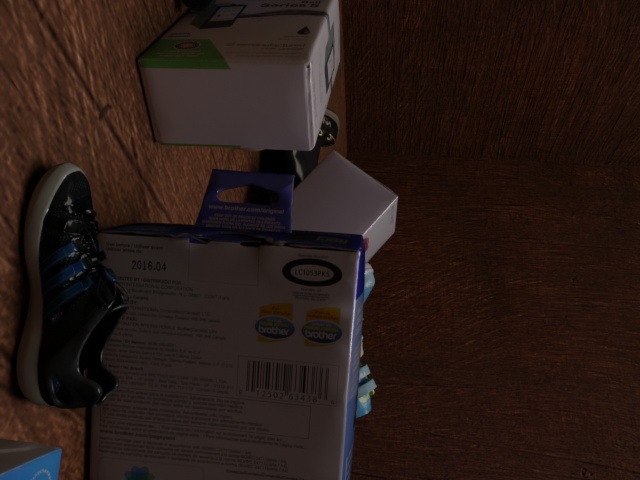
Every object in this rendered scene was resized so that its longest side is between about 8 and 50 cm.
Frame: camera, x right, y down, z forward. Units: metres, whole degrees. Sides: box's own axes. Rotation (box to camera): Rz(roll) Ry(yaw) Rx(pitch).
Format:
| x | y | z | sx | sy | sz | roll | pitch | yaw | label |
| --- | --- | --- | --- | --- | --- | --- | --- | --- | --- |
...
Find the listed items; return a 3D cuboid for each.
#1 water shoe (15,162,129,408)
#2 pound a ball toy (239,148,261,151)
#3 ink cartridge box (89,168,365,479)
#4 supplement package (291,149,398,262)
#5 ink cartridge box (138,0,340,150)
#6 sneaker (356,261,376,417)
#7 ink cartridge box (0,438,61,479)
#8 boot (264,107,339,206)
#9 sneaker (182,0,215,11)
| x | y | z | sx | sy | sz | roll | pitch | yaw | label |
| --- | --- | --- | --- | --- | --- | --- | --- | --- | --- |
| -0.197 | 0.038 | 0.478 | 0.073 | 0.080 | 0.203 | 1 | 93 | -84 | water shoe |
| -0.085 | -0.333 | 0.968 | 0.319 | 0.135 | 0.208 | 85 | 11 | -49 | pound a ball toy |
| -0.091 | 0.123 | 0.620 | 0.151 | 0.270 | 0.395 | -49 | 143 | -82 | ink cartridge box |
| 0.000 | 0.000 | 1.153 | 0.293 | 0.175 | 0.177 | -47 | 161 | -14 | supplement package |
| -0.086 | -0.235 | 0.745 | 0.273 | 0.198 | 0.115 | -78 | 168 | -50 | ink cartridge box |
| 0.054 | 0.199 | 1.038 | 0.127 | 0.208 | 0.319 | -18 | 150 | -42 | sneaker |
| -0.233 | 0.246 | 0.322 | 0.134 | 0.078 | 0.231 | 40 | 55 | -81 | ink cartridge box |
| -0.044 | -0.192 | 1.377 | 0.377 | 0.138 | 0.284 | 12 | 81 | -79 | boot |
| -0.145 | -0.399 | 0.710 | 0.082 | 0.069 | 0.209 | -77 | 169 | -71 | sneaker |
